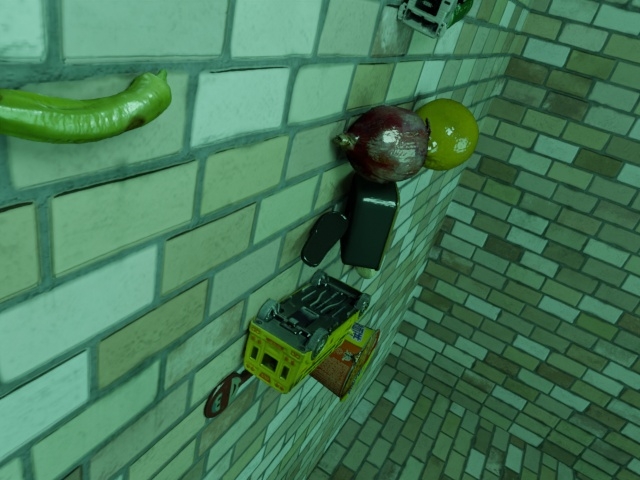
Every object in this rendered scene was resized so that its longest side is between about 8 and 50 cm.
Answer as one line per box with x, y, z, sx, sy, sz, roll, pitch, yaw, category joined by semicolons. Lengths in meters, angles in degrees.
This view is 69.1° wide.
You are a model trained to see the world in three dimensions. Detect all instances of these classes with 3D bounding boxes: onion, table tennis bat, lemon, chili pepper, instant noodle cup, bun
0.107;-0.182;0.886;0.195;0.159;0.159;-7;126;-35;onion
-0.177;0.295;0.935;0.155;0.019;0.098;-32;143;-51;table tennis bat
0.320;-0.278;1.221;0.244;0.187;0.186;-49;156;-42;lemon
-0.192;-0.100;0.363;0.208;0.043;0.048;-36;159;-52;chili pepper
0.033;0.286;1.219;0.213;0.174;0.213;-52;159;-30;instant noodle cup
0.142;0.056;1.360;0.115;0.069;0.115;-53;160;-30;bun

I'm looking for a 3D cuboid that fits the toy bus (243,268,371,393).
-0.017;0.186;1.011;0.330;0.144;0.151;-24;137;-59;toy bus

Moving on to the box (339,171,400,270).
0.103;-0.045;1.036;0.144;0.090;0.200;-90;-170;-53;box

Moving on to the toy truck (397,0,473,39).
0.244;-0.476;0.915;0.242;0.101;0.124;-48;167;-44;toy truck

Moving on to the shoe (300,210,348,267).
0.000;0.000;0.958;0.053;0.062;0.159;-45;-172;49;shoe
